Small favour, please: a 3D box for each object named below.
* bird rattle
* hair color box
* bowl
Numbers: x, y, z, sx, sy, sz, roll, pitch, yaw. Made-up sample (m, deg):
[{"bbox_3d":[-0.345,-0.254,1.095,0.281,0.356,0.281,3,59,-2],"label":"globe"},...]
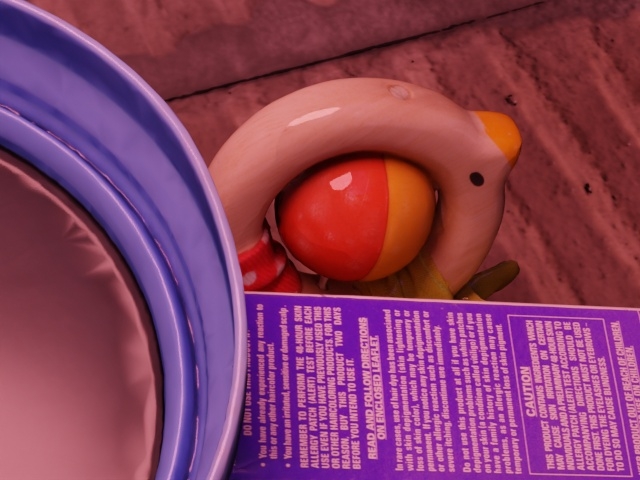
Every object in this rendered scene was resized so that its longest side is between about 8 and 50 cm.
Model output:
[{"bbox_3d":[0.000,0.000,0.814,0.253,0.207,0.143,11,34,-13],"label":"bird rattle"},{"bbox_3d":[0.007,0.116,0.726,0.338,0.185,0.110,4,53,-7],"label":"hair color box"},{"bbox_3d":[-0.222,0.048,0.576,0.391,0.077,0.391,3,53,-4],"label":"bowl"}]
